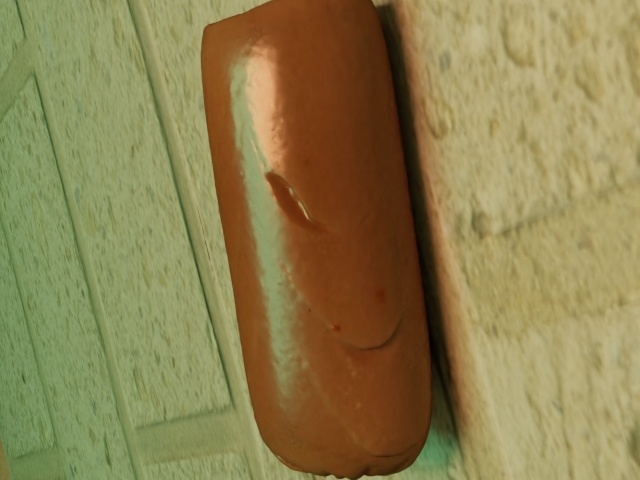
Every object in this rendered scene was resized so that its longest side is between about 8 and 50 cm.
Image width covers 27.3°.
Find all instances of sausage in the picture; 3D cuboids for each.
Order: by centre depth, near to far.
[{"bbox_3d":[0.000,0.001,0.831,0.121,0.121,0.304,9,109,64],"label":"sausage"}]
